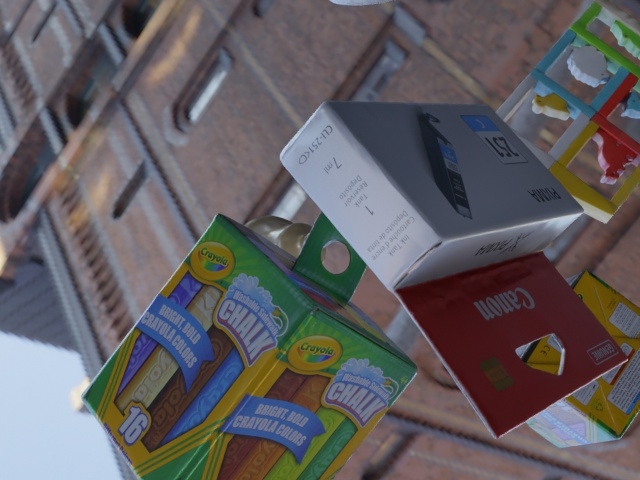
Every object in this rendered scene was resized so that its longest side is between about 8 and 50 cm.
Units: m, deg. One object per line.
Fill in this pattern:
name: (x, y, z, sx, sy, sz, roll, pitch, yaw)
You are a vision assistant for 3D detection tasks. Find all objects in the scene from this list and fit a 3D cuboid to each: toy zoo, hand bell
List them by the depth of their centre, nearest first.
hand bell: (0.000, 0.000, 1.377, 0.126, 0.242, 0.126, 9, -108, -29)
toy zoo: (0.340, -0.153, 1.419, 0.192, 0.293, 0.030, 38, 162, 9)

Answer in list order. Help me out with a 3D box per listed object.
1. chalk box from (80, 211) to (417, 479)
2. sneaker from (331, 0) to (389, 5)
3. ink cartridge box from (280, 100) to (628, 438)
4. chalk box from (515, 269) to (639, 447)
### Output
chalk box: (-0.047, 0.108, 1.065, 0.180, 0.289, 0.179, 32, -173, -46)
sneaker: (0.108, -0.310, 0.957, 0.126, 0.127, 0.321, 7, -147, 35)
ink cartridge box: (0.137, 0.002, 0.907, 0.261, 0.066, 0.296, 52, -152, 16)
chalk box: (0.268, 0.137, 1.247, 0.132, 0.132, 0.213, 37, 164, 1)
